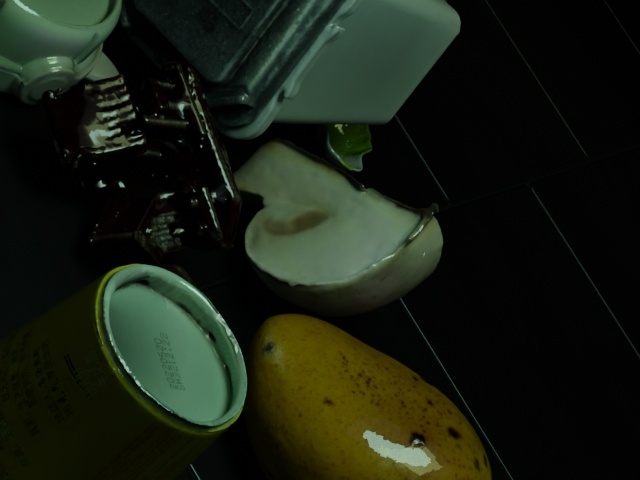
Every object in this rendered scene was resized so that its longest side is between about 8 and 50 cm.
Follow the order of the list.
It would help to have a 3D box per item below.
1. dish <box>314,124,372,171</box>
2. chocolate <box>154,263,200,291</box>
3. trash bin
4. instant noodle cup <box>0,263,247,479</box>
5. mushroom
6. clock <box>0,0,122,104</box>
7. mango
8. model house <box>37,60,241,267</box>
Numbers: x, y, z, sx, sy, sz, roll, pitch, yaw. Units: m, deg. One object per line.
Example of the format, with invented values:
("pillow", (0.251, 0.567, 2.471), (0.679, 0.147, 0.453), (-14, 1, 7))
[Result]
("dish", (0.018, -0.124, 2.017), (0.091, 0.039, 0.137), (36, 32, -26))
("chocolate", (-0.166, 0.071, 1.510), (0.148, 0.125, 0.080), (2, 41, -48))
("trash bin", (-0.006, -0.276, 1.851), (0.256, 0.296, 0.367), (45, 20, 25))
("instant noodle cup", (-0.189, 0.137, 1.288), (0.215, 0.236, 0.216), (35, 33, -27))
("mushroom", (0.001, 0.023, 1.786), (0.236, 0.173, 0.162), (28, 63, 30))
("clock", (-0.318, -0.273, 1.648), (0.324, 0.108, 0.265), (26, 39, -38))
("mango", (0.031, 0.194, 1.598), (0.290, 0.160, 0.191), (45, 49, 8))
("model house", (-0.177, -0.071, 1.608), (0.203, 0.141, 0.164), (64, 22, 12))
